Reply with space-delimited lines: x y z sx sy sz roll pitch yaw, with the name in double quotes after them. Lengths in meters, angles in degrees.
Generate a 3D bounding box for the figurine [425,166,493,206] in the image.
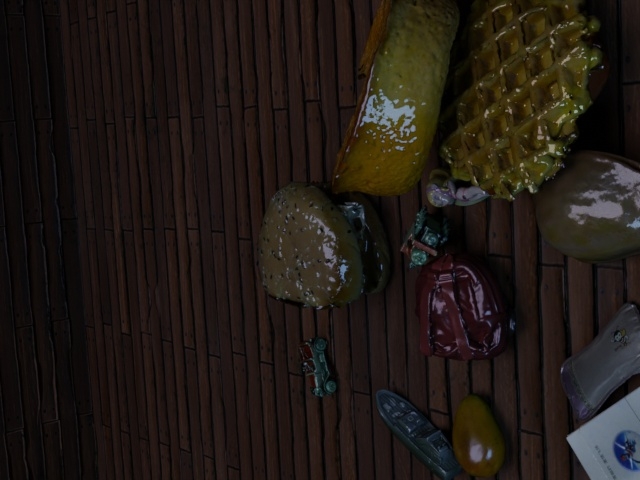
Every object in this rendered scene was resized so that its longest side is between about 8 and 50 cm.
0.278 -0.105 2.054 0.187 0.083 0.083 5 101 57 "figurine"

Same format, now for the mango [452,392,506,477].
0.316 0.399 2.085 0.111 0.089 0.163 -41 55 34 "mango"

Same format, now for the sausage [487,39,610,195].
0.406 -0.217 1.852 0.348 0.094 0.097 -56 42 34 "sausage"

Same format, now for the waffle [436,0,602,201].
0.336 -0.266 1.814 0.380 0.095 0.382 36 112 56 "waffle"

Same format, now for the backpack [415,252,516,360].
0.274 0.129 2.040 0.229 0.139 0.229 19 115 47 "backpack"

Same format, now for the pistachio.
0.481 -0.064 1.738 0.260 0.163 0.212 -19 115 49 "pistachio"

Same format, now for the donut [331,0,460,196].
0.153 -0.298 1.939 0.377 0.163 0.435 109 175 -64 "donut"

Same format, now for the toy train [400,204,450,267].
0.210 0.001 2.089 0.074 0.176 0.118 27 106 -3 "toy train"

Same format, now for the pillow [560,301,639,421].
0.506 0.219 1.835 0.232 0.038 0.130 -57 31 39 "pillow"

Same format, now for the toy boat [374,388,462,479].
0.206 0.409 2.224 0.260 0.078 0.085 43 145 36 "toy boat"

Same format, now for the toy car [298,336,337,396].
-0.010 0.307 2.491 0.073 0.054 0.143 -22 79 51 "toy car"

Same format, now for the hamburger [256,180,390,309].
0.000 0.000 2.315 0.318 0.195 0.276 8 104 48 "hamburger"

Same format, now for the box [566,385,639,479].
0.566 0.349 1.780 0.256 0.069 0.164 -50 59 42 "box"
